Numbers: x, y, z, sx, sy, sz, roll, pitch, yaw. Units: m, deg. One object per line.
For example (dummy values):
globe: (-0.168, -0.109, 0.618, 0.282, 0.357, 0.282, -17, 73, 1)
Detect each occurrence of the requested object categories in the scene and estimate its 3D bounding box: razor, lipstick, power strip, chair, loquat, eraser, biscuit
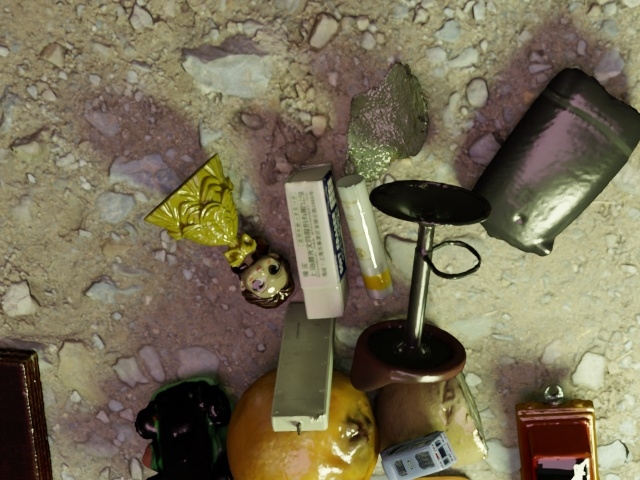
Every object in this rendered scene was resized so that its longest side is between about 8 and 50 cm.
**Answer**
razor: (0.434, -0.138, 1.664, 0.204, 0.113, 0.349, 32, 111, -5)
lipstick: (0.090, -0.005, 1.766, 0.059, 0.059, 0.264, -10, 118, 12)
power strip: (-0.030, 0.243, 1.741, 0.106, 0.367, 0.043, -3, 123, 6)
chair: (0.182, 0.107, 1.691, 0.226, 0.226, 0.401, 8, 113, 6)
loquat: (-0.033, 0.411, 1.816, 0.328, 0.328, 0.329, 3, 109, 8)
eraser: (0.000, 0.000, 1.770, 0.086, 0.130, 0.287, -5, 109, 12)
biscuit: (-0.695, 0.434, 2.055, 0.107, 0.073, 0.388, 3, 110, 9)

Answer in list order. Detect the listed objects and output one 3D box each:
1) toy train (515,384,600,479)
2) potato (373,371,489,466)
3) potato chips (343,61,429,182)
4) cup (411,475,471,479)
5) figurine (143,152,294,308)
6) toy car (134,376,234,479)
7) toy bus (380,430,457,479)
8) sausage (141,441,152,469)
toy train: (0.487, 0.475, 1.809, 0.163, 0.232, 0.369, -5, 107, 13)
potato: (0.192, 0.359, 1.824, 0.264, 0.211, 0.189, -28, 111, 18)
potato chips: (0.121, -0.218, 1.715, 0.228, 0.059, 0.167, -39, 93, 24)
cup: (0.237, 0.624, 1.948, 0.263, 0.182, 0.226, 4, 77, 14)
figurine: (-0.172, 0.007, 1.778, 0.315, 0.187, 0.168, 48, 141, -11)
toy car: (-0.262, 0.486, 1.927, 0.213, 0.176, 0.359, -19, 66, 17)
toy bus: (0.179, 0.429, 1.742, 0.167, 0.076, 0.073, -31, 83, 38)
sausage: (-0.332, 0.511, 2.032, 0.154, 0.062, 0.062, 24, 111, 0)
